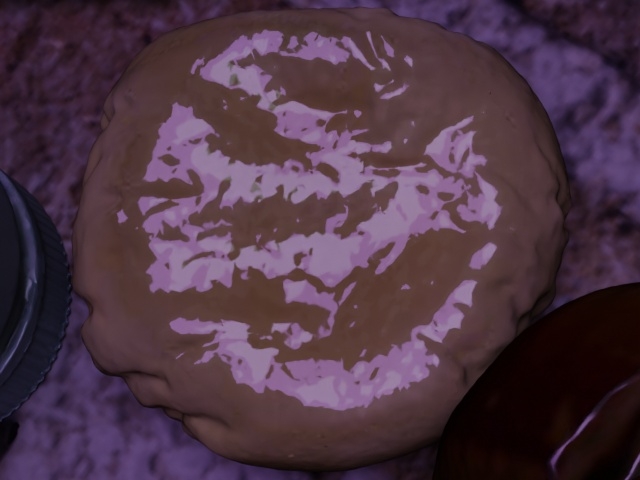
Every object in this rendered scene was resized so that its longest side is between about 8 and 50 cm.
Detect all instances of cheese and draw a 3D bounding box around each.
[{"bbox_3d":[0.000,0.000,0.715,0.225,0.117,0.214,6,81,12],"label":"cheese"}]

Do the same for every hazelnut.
[{"bbox_3d":[0.160,0.139,0.605,0.217,0.217,0.251,-37,58,1],"label":"hazelnut"}]

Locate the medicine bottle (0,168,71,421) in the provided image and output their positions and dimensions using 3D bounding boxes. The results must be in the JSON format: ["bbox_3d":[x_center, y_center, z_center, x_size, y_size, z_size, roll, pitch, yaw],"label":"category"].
[{"bbox_3d":[-0.235,-0.005,0.658,0.158,0.318,0.158,-3,76,11],"label":"medicine bottle"}]
